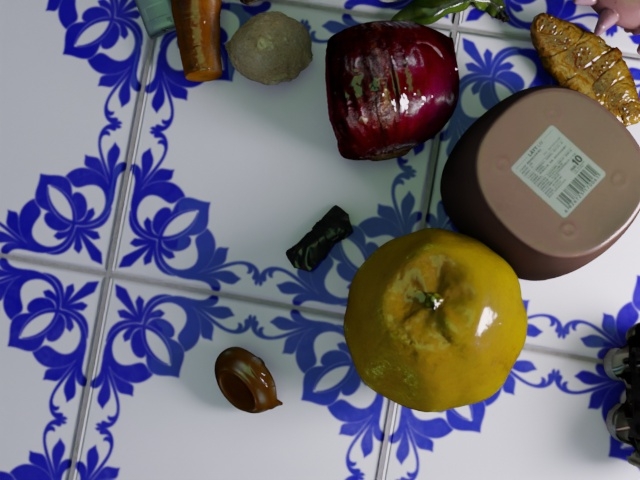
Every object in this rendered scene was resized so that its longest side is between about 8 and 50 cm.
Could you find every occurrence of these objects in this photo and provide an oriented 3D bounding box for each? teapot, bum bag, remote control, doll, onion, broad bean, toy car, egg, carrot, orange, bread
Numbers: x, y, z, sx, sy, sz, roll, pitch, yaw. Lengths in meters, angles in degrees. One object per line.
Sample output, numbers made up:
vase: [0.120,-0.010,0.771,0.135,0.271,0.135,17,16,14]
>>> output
teapot: [-0.112,0.223,1.352,0.098,0.078,0.129,-34,96,41]
bum bag: [0.000,0.000,1.373,0.058,0.034,0.124,43,89,18]
remote control: [-0.289,-0.424,1.415,0.061,0.029,0.162,-22,86,3]
doll: [0.492,-0.403,1.330,0.211,0.093,0.262,-12,70,-9]
onion: [0.114,-0.237,1.300,0.206,0.207,0.216,-8,92,6]
broad bean: [0.210,-0.382,1.378,0.195,0.046,0.061,-3,84,1]
toy car: [0.545,0.237,1.276,0.157,0.172,0.235,0,84,-13]
egg: [-0.082,-0.309,1.360,0.140,0.118,0.116,-7,129,-6]
carrot: [-0.203,-0.360,1.382,0.087,0.087,0.194,2,91,3]
orange: [0.170,0.117,1.259,0.279,0.235,0.279,0,79,1]
bread: [0.423,-0.273,1.345,0.105,0.076,0.233,-44,88,5]

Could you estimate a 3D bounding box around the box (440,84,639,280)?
box: [0.341,-0.087,1.272,0.300,0.216,0.301,0,89,2]

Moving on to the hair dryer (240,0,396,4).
hair dryer: [0.008,-0.460,1.366,0.361,0.128,0.203,-19,87,10]
